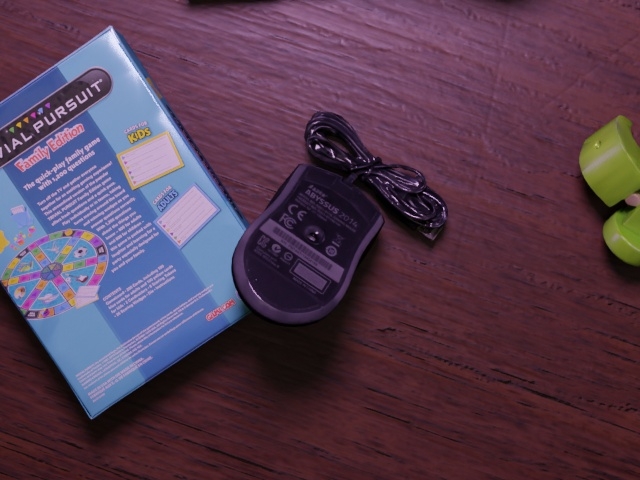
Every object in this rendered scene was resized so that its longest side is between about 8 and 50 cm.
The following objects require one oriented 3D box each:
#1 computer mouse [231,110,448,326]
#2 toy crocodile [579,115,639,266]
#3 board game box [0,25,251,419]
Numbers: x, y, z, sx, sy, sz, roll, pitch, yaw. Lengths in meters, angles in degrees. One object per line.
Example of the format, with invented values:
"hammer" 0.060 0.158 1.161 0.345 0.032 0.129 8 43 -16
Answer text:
"computer mouse" 0.000 0.000 1.237 0.188 0.072 0.272 39 52 2
"toy crocodile" 0.422 -0.005 1.262 0.340 0.105 0.115 33 134 -1
"board game box" -0.231 -0.019 1.281 0.254 0.079 0.336 -33 91 2
